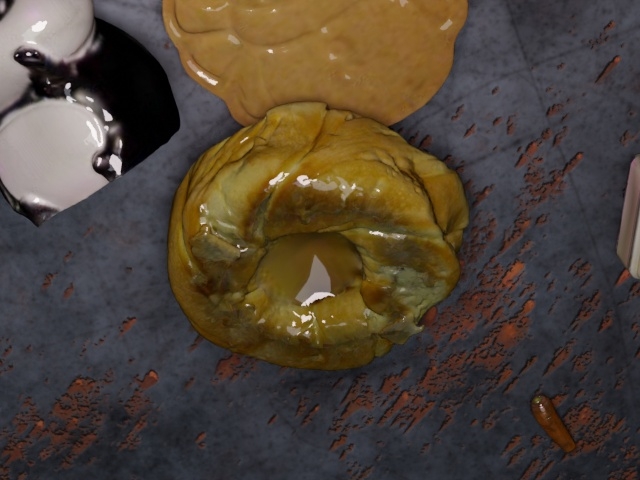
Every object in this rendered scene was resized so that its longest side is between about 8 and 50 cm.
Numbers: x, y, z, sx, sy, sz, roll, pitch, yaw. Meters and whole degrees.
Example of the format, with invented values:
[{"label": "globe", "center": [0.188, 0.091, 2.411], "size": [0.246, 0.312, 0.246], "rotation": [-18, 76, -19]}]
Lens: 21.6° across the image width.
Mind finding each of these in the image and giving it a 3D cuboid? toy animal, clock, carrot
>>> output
[{"label": "toy animal", "center": [-0.324, -0.194, 1.862], "size": [0.251, 0.251, 0.310], "rotation": [-32, 102, 9]}, {"label": "clock", "center": [0.476, -0.028, 2.089], "size": [0.192, 0.071, 0.147], "rotation": [3, 114, -6]}, {"label": "carrot", "center": [0.306, 0.242, 2.216], "size": [0.032, 0.032, 0.093], "rotation": [-32, 117, 9]}]

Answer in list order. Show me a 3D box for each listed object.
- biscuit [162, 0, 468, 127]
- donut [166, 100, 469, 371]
[{"label": "biscuit", "center": [-0.016, -0.259, 1.914], "size": [0.312, 0.057, 0.351], "rotation": [-38, 112, 24]}, {"label": "donut", "center": [0.000, 0.000, 1.984], "size": [0.360, 0.170, 0.360], "rotation": [-1, 132, -1]}]
